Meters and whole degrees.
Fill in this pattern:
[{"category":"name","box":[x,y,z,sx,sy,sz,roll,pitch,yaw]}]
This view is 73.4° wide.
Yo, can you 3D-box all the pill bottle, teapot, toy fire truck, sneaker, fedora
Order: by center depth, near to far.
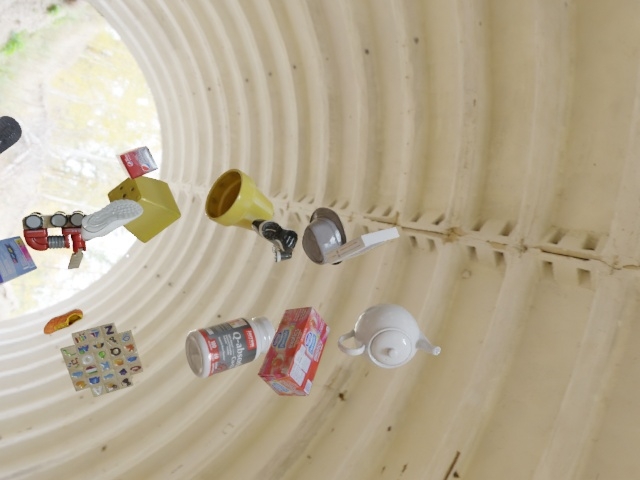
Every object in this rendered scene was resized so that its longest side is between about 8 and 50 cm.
[{"category":"sneaker","box":[-1.077,-0.276,1.308,0.131,0.112,0.318,-1,-144,20]},{"category":"teapot","box":[0.231,0.351,1.499,0.256,0.252,0.187,-43,-170,12]},{"category":"sneaker","box":[-0.760,-0.074,1.564,0.090,0.235,0.094,45,-47,11]},{"category":"toy fire truck","box":[-1.014,0.009,1.669,0.159,0.217,0.245,17,-71,60]},{"category":"sneaker","box":[-0.193,-0.029,1.878,0.108,0.272,0.100,23,-99,37]},{"category":"sneaker","box":[-1.156,0.367,1.923,0.175,0.064,0.067,-32,-144,-13]},{"category":"pill bottle","box":[-0.397,0.462,1.925,0.210,0.363,0.209,13,-73,48]},{"category":"fedora","box":[0.000,0.000,1.928,0.244,0.124,0.275,19,-54,43]},{"category":"sneaker","box":[-0.196,0.040,2.233,0.234,0.106,0.078,-114,-157,-60]}]

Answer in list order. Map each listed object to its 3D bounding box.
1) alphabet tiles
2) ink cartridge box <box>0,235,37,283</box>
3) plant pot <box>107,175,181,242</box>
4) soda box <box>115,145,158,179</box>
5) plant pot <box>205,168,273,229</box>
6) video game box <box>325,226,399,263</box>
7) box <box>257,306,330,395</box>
[{"category":"alphabet tiles","box":[-0.967,0.536,1.914,0.011,0.286,0.341,-143,-137,-61]},{"category":"ink cartridge box","box":[-1.158,0.117,1.396,0.151,0.270,0.395,66,-11,-13]},{"category":"plant pot","box":[-0.754,-0.151,1.799,0.212,0.187,0.212,-35,-117,6]},{"category":"soda box","box":[-0.622,-0.264,1.441,0.263,0.092,0.083,20,-46,60]},{"category":"plant pot","box":[-0.350,-0.160,1.947,0.254,0.239,0.253,-22,-127,34]},{"category":"video game box","box":[0.149,0.018,1.525,0.187,0.205,0.048,-27,-99,44]},{"category":"box","box":[-0.079,0.353,1.380,0.123,0.128,0.256,-12,-142,32]}]
